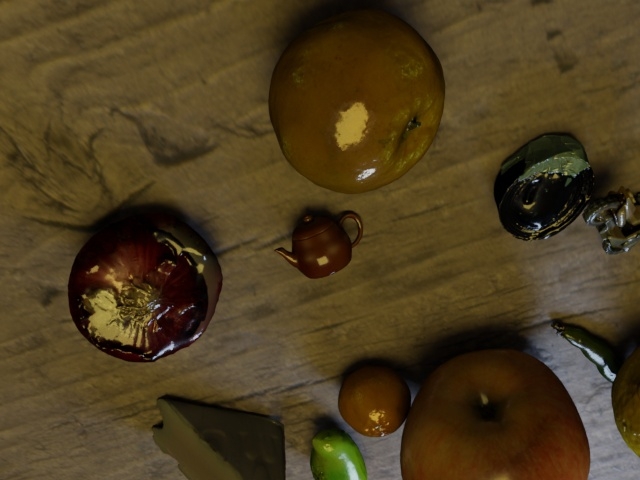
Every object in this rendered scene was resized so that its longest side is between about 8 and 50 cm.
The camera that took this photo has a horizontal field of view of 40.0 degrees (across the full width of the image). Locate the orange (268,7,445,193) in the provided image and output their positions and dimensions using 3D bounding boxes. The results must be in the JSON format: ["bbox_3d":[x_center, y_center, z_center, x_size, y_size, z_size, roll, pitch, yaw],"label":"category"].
[{"bbox_3d":[0.049,-0.206,1.302,0.279,0.235,0.279,-35,143,-32],"label":"orange"}]

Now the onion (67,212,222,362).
[{"bbox_3d":[-0.319,0.077,1.578,0.272,0.195,0.272,-5,101,-25],"label":"onion"}]

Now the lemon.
[{"bbox_3d":[0.763,0.336,1.785,0.336,0.336,0.336,-2,130,-3],"label":"lemon"}]

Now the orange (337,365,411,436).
[{"bbox_3d":[0.113,0.342,1.846,0.159,0.136,0.159,-3,134,-3],"label":"orange"}]

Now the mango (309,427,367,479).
[{"bbox_3d":[0.033,0.502,1.992,0.125,0.111,0.233,-23,130,6],"label":"mango"}]

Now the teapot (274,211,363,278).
[{"bbox_3d":[0.000,0.000,1.575,0.173,0.116,0.116,-27,132,-17],"label":"teapot"}]

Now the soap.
[{"bbox_3d":[-0.220,0.495,1.868,0.302,0.258,0.159,12,129,-14],"label":"soap"}]

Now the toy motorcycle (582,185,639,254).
[{"bbox_3d":[0.549,-0.042,1.575,0.129,0.094,0.229,-28,149,18],"label":"toy motorcycle"}]

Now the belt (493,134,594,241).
[{"bbox_3d":[0.389,-0.095,1.536,0.151,0.078,0.198,23,126,-17],"label":"belt"}]

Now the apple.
[{"bbox_3d":[0.345,0.412,1.767,0.391,0.391,0.346,-18,133,10],"label":"apple"}]

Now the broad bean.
[{"bbox_3d":[0.594,0.245,1.865,0.060,0.043,0.297,-29,126,32],"label":"broad bean"}]
